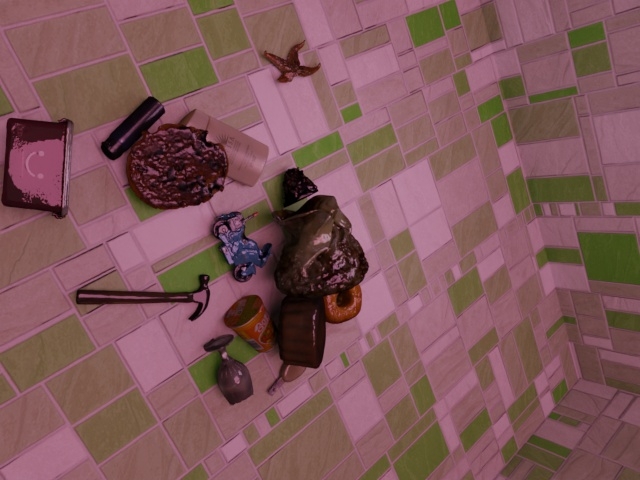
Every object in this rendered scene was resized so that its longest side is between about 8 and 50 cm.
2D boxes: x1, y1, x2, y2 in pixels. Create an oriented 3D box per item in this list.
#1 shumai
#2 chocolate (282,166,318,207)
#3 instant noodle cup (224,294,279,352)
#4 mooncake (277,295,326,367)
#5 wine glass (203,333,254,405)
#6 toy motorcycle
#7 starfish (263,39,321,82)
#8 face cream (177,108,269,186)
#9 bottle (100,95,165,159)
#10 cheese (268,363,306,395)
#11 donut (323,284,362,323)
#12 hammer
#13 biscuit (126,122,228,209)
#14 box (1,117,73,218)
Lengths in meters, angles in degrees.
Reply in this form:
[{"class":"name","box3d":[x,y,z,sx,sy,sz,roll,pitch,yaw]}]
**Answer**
[{"class":"shumai","box3d":[0.000,0.000,1.893,0.395,0.395,0.347,-16,112,-32]},{"class":"chocolate","box3d":[-0.101,-0.219,1.983,0.156,0.156,0.133,-27,91,-30]},{"class":"instant noodle cup","box3d":[-0.242,0.324,1.896,0.168,0.169,0.185,-47,124,-23]},{"class":"mooncake","box3d":[-0.071,0.339,1.927,0.162,0.290,0.290,1,93,8]},{"class":"wine glass","box3d":[-0.333,0.476,1.854,0.127,0.126,0.241,-28,108,-30]},{"class":"toy motorcycle","box3d":[-0.283,0.011,1.868,0.182,0.124,0.272,-29,109,-19]},{"class":"starfish","box3d":[-0.110,-0.706,1.993,0.248,0.050,0.138,-32,109,-36]},{"class":"face cream","box3d":[-0.361,-0.336,1.816,0.349,0.081,0.173,24,86,-33]},{"class":"bottle","box3d":[-0.616,-0.366,1.652,0.072,0.082,0.244,31,68,15]},{"class":"cheese","box3d":[-0.140,0.550,2.038,0.192,0.037,0.097,-44,114,-25]},{"class":"donut","box3d":[0.074,0.246,2.124,0.227,0.114,0.226,-1,92,-32]},{"class":"hammer","box3d":[-0.591,0.191,1.715,0.440,0.044,0.168,6,88,-34]},{"class":"biscuit","box3d":[-0.478,-0.249,1.693,0.334,0.081,0.289,-4,111,-26]},{"class":"box","box3d":[-0.817,-0.214,1.461,0.168,0.193,0.293,4,91,-26]}]
